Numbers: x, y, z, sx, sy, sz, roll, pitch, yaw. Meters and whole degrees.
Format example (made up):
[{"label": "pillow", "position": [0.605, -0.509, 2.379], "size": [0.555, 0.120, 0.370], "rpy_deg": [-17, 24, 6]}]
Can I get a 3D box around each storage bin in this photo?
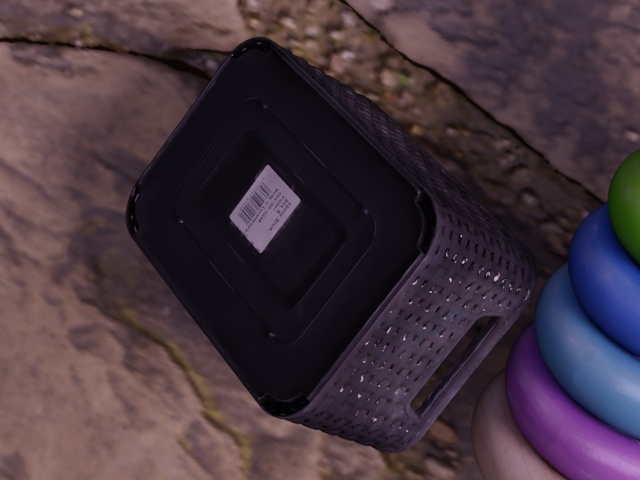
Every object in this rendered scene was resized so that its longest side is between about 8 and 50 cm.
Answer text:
[{"label": "storage bin", "position": [0.000, 0.000, 0.733], "size": [0.122, 0.084, 0.180], "rpy_deg": [-53, 48, 12]}]

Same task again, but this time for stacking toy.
[{"label": "stacking toy", "position": [0.178, -0.016, 0.657], "size": [0.141, 0.141, 0.330], "rpy_deg": [23, 122, 9]}]
